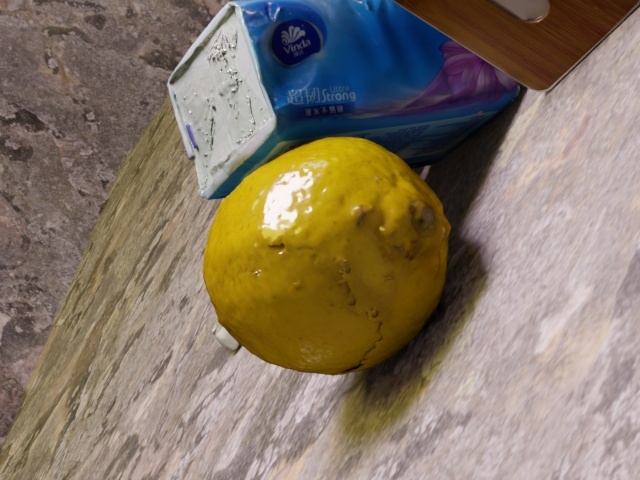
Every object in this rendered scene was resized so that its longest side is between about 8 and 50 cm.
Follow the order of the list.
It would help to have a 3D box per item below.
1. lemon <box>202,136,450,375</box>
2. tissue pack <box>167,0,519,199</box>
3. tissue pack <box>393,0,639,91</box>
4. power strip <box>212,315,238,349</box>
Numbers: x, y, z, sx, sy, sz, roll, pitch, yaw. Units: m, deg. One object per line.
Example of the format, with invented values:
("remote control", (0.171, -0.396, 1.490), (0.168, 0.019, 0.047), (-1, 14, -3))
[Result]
("lemon", (0.006, 0.015, 1.518), (0.260, 0.204, 0.204), (-23, 36, 48))
("tissue pack", (0.017, -0.143, 1.645), (0.198, 0.263, 0.146), (-39, 65, 59))
("tissue pack", (0.148, -0.273, 1.513), (0.159, 0.246, 0.136), (-46, 18, 49))
("power strip", (-0.072, 0.046, 2.131), (0.192, 0.035, 0.081), (-57, 13, 12))
